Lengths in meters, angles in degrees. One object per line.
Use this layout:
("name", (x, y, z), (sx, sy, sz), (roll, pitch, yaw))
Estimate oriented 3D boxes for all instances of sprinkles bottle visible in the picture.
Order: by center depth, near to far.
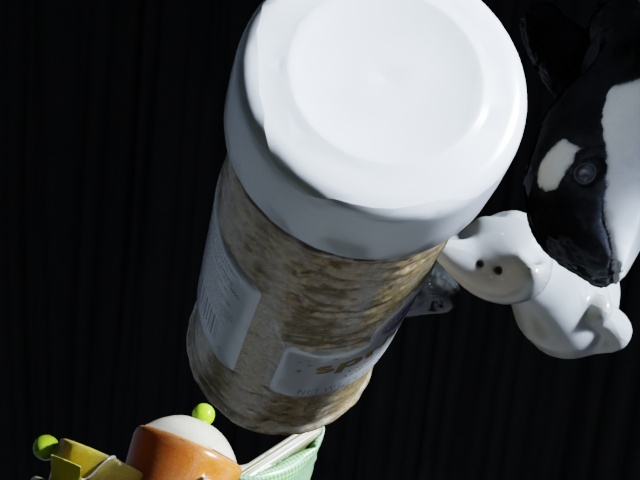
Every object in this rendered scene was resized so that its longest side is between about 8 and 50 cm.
("sprinkles bottle", (0.000, 0.000, 0.711), (0.121, 0.121, 0.355), (3, -22, -8))

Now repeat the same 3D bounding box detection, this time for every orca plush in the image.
("orca plush", (0.152, -0.119, 0.706), (0.102, 0.287, 0.151), (19, -6, 18))

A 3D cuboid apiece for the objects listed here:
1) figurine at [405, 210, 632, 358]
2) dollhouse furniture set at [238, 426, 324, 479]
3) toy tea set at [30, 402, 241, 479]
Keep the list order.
("figurine", (0.087, 0.011, 0.934), (0.215, 0.092, 0.209), (13, -4, 29))
("dollhouse furniture set", (-0.072, 0.365, 1.573), (0.151, 0.198, 0.301), (39, 44, 24))
("toy tea set", (-0.046, 0.200, 1.074), (0.336, 0.124, 0.200), (17, -16, 20))
